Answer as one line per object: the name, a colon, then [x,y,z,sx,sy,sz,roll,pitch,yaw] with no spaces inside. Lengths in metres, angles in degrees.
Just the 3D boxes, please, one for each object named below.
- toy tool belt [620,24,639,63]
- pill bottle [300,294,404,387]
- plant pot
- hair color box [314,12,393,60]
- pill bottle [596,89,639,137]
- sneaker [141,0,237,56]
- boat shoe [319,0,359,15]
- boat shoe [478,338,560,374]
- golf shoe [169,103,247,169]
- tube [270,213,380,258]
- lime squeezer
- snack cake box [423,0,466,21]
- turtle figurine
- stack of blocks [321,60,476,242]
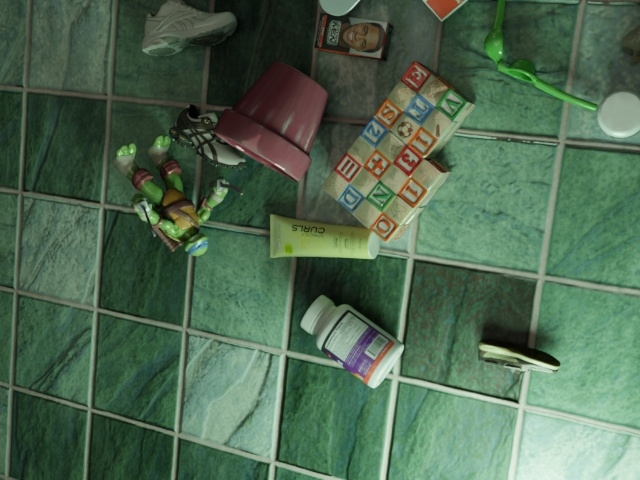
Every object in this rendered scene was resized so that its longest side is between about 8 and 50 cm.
toy tool belt: [0.555,-0.341,1.248,0.083,0.052,0.051,-36,113,25]
pill bottle: [0.059,0.195,1.467,0.193,0.108,0.108,35,107,16]
plant pot: [-0.081,-0.239,1.448,0.201,0.201,0.180,30,89,17]
hair color box: [0.064,-0.397,1.441,0.141,0.043,0.072,13,99,20]
pill bottle: [0.501,-0.209,1.229,0.078,0.137,0.078,2,96,22]
sneaker: [-0.283,-0.465,1.556,0.232,0.090,0.115,-5,90,22]
boat shoe: [0.110,-0.527,1.387,0.096,0.088,0.267,43,117,-12]
boat shoe: [0.367,0.224,1.376,0.152,0.056,0.049,15,106,30]
golf shoe: [-0.230,-0.218,1.563,0.198,0.077,0.094,31,106,16]
tube: [0.000,0.000,1.502,0.240,0.062,0.070,5,57,27]
lime squeezer: [0.364,-0.335,1.329,0.109,0.059,0.311,-29,81,-8]
snack cake box: [0.186,-0.515,1.258,0.152,0.264,0.089,-38,50,20]
turtle figurine: [-0.300,-0.114,1.537,0.197,0.275,0.266,-35,74,-8]
stack of blocks: [0.162,-0.164,1.400,0.171,0.087,0.297,41,108,14]
